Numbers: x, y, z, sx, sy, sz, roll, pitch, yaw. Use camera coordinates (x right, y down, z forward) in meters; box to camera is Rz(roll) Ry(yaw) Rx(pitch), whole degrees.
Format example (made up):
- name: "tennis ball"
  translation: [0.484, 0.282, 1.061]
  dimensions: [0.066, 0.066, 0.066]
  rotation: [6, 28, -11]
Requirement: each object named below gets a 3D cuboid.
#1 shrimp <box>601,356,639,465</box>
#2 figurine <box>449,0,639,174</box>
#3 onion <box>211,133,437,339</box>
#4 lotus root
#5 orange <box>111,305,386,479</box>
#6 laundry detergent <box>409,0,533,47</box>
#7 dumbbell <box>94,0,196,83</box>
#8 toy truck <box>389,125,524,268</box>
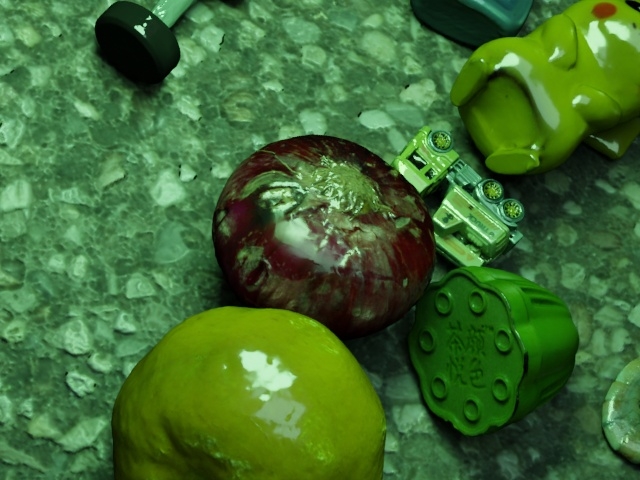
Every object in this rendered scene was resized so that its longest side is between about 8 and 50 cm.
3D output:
- name: "shrimp"
  translation: [0.414, 0.203, 1.842]
  dimensions: [0.195, 0.035, 0.148]
  rotation: [26, 62, -2]
- name: "figurine"
  translation: [0.305, -0.181, 1.898]
  dimensions: [0.327, 0.169, 0.218]
  rotation: [-27, 93, -21]
- name: "onion"
  translation: [0.000, 0.000, 1.728]
  dimensions: [0.246, 0.190, 0.246]
  rotation: [20, 44, -20]
- name: "lotus root"
  translation: [0.214, 0.111, 1.766]
  dimensions: [0.186, 0.186, 0.186]
  rotation: [5, 67, -13]
- name: "orange"
  translation: [-0.066, 0.197, 1.593]
  dimensions: [0.279, 0.279, 0.235]
  rotation: [46, 33, 6]
- name: "laundry detergent"
  translation: [0.215, -0.376, 1.989]
  dimensions: [0.143, 0.094, 0.290]
  rotation: [23, 65, -1]
- name: "dumbbell"
  translation: [-0.159, -0.271, 1.843]
  dimensions: [0.100, 0.100, 0.191]
  rotation: [39, 64, 3]
- name: "toy truck"
  translation: [0.144, -0.039, 1.842]
  dimensions: [0.169, 0.077, 0.100]
  rotation: [45, 63, 5]
